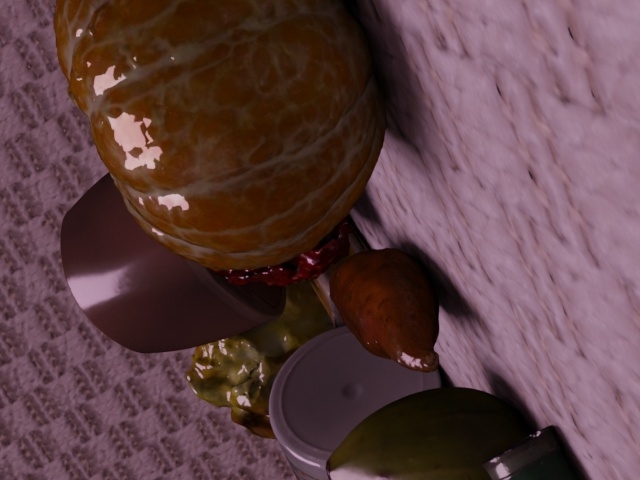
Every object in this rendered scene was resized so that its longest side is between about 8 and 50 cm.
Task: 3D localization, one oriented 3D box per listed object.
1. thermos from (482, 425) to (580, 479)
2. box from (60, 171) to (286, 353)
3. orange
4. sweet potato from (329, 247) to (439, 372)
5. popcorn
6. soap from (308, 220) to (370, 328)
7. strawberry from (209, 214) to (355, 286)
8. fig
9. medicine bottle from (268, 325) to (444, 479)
[{"bbox_3d":[0.221,0.269,1.027,0.187,0.083,0.073,60,-175,12],"label":"thermos"},{"bbox_3d":[-0.210,0.017,1.617,0.301,0.216,0.301,50,-156,-32],"label":"box"},{"bbox_3d":[-0.085,-0.138,0.982,0.329,0.249,0.329,60,169,19],"label":"orange"},{"bbox_3d":[0.073,0.065,1.241,0.112,0.112,0.359,64,177,-18],"label":"sweet potato"},{"bbox_3d":[-0.052,0.157,1.815,0.312,0.312,0.312,61,174,11],"label":"popcorn"},{"bbox_3d":[0.000,0.000,1.648,0.274,0.089,0.173,59,174,36],"label":"soap"},{"bbox_3d":[-0.078,-0.062,1.402,0.274,0.220,0.274,59,177,5],"label":"strawberry"},{"bbox_3d":[0.120,0.253,1.171,0.203,0.225,0.202,-5,-90,-88],"label":"fig"},{"bbox_3d":[0.068,0.269,1.564,0.238,0.238,0.232,56,171,45],"label":"medicine bottle"}]
